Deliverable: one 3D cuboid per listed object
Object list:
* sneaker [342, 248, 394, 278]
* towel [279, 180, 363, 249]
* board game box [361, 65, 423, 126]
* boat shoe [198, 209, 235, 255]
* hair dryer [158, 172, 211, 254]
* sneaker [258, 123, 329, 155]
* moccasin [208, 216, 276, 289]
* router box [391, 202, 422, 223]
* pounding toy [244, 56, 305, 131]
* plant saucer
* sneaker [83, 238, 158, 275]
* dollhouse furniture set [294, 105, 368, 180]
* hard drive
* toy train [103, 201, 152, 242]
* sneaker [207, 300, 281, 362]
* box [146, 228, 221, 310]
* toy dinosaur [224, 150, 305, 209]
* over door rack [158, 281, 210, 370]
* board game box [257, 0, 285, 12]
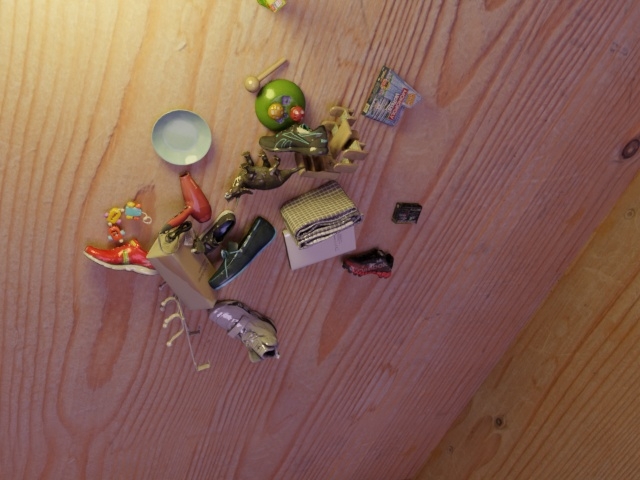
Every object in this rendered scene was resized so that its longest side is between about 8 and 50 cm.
[{"bbox_3d":[0.228,0.098,2.142,0.276,0.097,0.135,7,119,-30],"label":"sneaker"},{"bbox_3d":[-0.002,-0.105,1.815,0.284,0.235,0.121,-24,123,-7],"label":"towel"},{"bbox_3d":[0.283,-0.530,1.759,0.194,0.060,0.194,11,117,-29],"label":"board game box"},{"bbox_3d":[-0.402,-0.014,1.797,0.228,0.076,0.080,-46,128,11],"label":"boat shoe"},{"bbox_3d":[-0.467,-0.093,1.641,0.080,0.293,0.224,-3,174,21],"label":"hair dryer"},{"bbox_3d":[-0.093,-0.360,1.630,0.267,0.101,0.106,8,111,20],"label":"sneaker"},{"bbox_3d":[-0.326,0.044,1.826,0.342,0.138,0.117,-49,111,-23],"label":"moccasin"},{"bbox_3d":[0.391,-0.122,2.100,0.123,0.038,0.092,1,121,-24],"label":"router box"},{"bbox_3d":[-0.135,-0.469,1.583,0.183,0.110,0.237,-30,130,-3],"label":"pounding toy"},{"bbox_3d":[-0.468,-0.350,1.563,0.195,0.037,0.195,-11,126,-16],"label":"plant saucer"},{"bbox_3d":[-0.715,0.045,1.705,0.279,0.107,0.118,14,97,-35],"label":"sneaker"},{"bbox_3d":[0.029,-0.336,1.687,0.161,0.212,0.242,2,148,-27],"label":"dollhouse furniture set"},{"bbox_3d":[0.000,0.000,2.009,0.308,0.040,0.203,-18,128,-12],"label":"hard drive"},{"bbox_3d":[-0.692,-0.072,1.647,0.166,0.046,0.125,-27,125,-1],"label":"toy train"},{"bbox_3d":[-0.319,0.404,2.035,0.366,0.210,0.137,32,105,-36],"label":"sneaker"},{"bbox_3d":[-0.509,0.116,1.775,0.121,0.148,0.311,-7,133,20],"label":"box"},{"bbox_3d":[-0.212,-0.239,1.706,0.314,0.121,0.160,-14,135,-7],"label":"toy dinosaur"},{"bbox_3d":[-0.566,0.355,1.872,0.108,0.239,0.324,-23,128,-10],"label":"over door rack"},{"bbox_3d":[-0.167,-0.727,1.344,0.043,0.181,0.092,-39,129,5],"label":"board game box"}]
